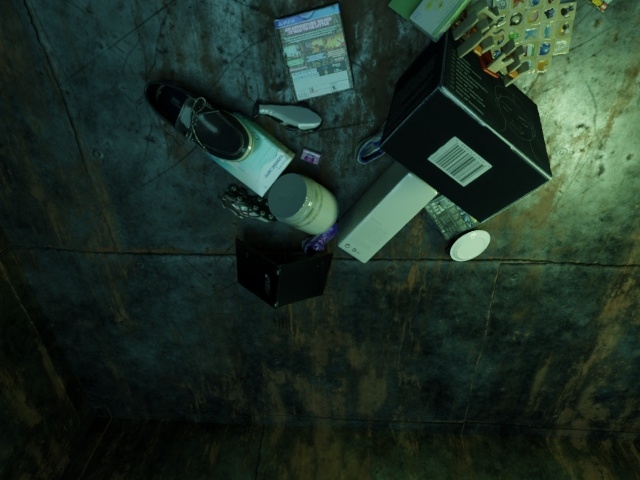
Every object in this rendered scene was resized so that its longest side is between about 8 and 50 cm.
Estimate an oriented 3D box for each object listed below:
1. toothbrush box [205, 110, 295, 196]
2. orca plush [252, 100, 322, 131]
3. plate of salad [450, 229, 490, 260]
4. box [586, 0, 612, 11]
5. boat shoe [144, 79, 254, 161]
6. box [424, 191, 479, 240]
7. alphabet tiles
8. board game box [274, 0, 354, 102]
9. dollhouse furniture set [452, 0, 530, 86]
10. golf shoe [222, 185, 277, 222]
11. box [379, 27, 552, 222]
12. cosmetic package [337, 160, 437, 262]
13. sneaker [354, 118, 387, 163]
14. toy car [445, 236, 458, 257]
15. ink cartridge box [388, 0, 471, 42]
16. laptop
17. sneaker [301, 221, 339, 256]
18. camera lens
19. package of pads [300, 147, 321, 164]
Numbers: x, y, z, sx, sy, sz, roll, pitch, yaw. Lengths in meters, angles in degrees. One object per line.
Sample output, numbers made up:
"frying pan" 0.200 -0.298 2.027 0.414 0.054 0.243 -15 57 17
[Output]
"toothbrush box" -0.289 -0.363 1.764 0.296 0.126 0.216 37 109 -9
"orca plush" -0.134 -0.485 1.728 0.288 0.151 0.102 1 154 0
"plate of salad" 0.704 0.021 1.991 0.200 0.048 0.199 -9 135 -9
"box" 0.954 -0.867 1.445 0.137 0.027 0.093 25 122 -12
"boat shoe" -0.476 -0.463 1.622 0.500 0.156 0.186 36 106 11
"box" 0.602 -0.132 1.922 0.184 0.059 0.232 -31 115 22
"alphabet tiles" 0.742 -0.754 1.543 0.344 0.011 0.284 -5 122 8
"board game box" -0.013 -0.695 1.558 0.233 0.141 0.290 -9 121 10
"dollhouse furniture set" 0.540 -0.656 1.402 0.262 0.258 0.135 11 154 -34
"golf shoe" -0.328 -0.151 1.969 0.273 0.105 0.120 29 136 -7
"box" 0.506 -0.406 1.474 0.480 0.471 0.297 33 138 -15
"cosmetic package" 0.276 -0.140 1.842 0.162 0.230 0.453 33 120 -17
"sneaker" 0.272 -0.412 1.726 0.297 0.130 0.112 -39 110 23
"toy car" 0.653 0.029 2.031 0.060 0.040 0.121 31 124 9
"ink cartridge box" 0.362 -0.814 1.422 0.235 0.056 0.171 45 107 13
"laptop" -0.193 0.144 2.115 0.408 0.236 0.381 31 143 16
"sneaker" 0.000 0.000 2.024 0.095 0.104 0.236 39 116 -17
"camera lens" -0.065 -0.153 1.812 0.220 0.219 0.274 -32 153 22
"package of pads" -0.042 -0.368 1.834 0.084 0.032 0.050 19 121 -8
